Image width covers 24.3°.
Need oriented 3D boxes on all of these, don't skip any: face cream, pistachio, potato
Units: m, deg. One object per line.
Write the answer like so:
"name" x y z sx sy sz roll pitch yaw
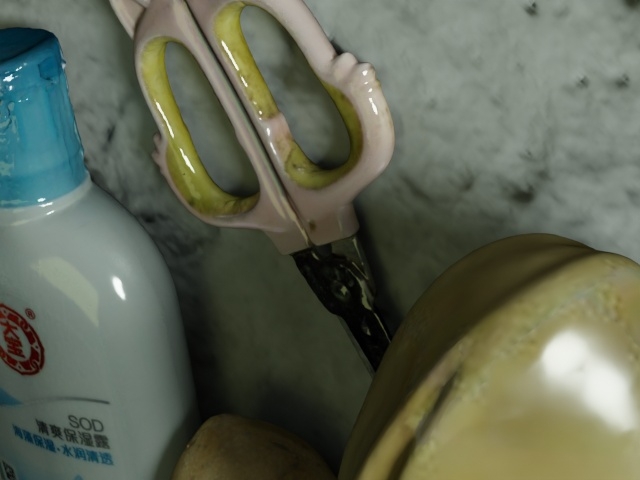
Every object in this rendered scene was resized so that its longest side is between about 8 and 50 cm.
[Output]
"face cream" -0.144 0.045 0.847 0.163 0.080 0.337 15 126 33
"pistachio" 0.086 0.110 0.613 0.162 0.181 0.293 48 148 30
"potato" -0.033 0.164 0.816 0.112 0.112 0.147 21 132 30

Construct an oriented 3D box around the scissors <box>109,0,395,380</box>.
"scissors" 0.000 0.000 0.732 0.160 0.024 0.317 -16 106 44
